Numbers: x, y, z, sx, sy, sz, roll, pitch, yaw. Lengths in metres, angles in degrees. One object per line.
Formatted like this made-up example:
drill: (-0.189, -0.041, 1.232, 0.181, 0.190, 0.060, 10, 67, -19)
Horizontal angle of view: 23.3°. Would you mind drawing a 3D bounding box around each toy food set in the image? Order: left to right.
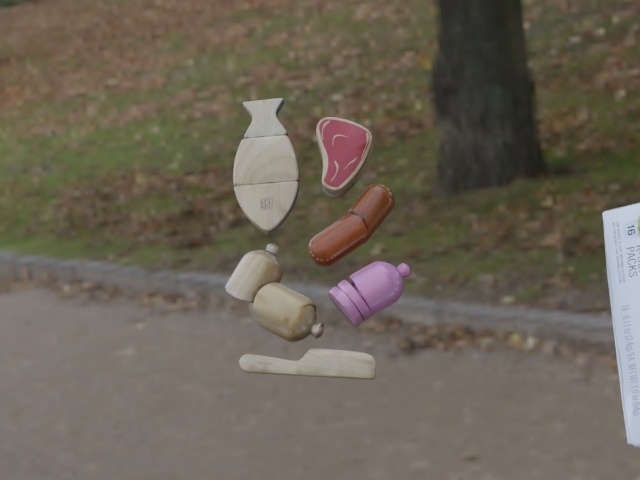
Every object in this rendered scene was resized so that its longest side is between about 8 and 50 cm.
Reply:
toy food set: (0.000, 0.000, 0.655, 0.078, 0.122, 0.019, 3, -19, 5)

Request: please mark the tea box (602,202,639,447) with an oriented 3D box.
tea box: (0.479, 0.058, 1.342, 0.329, 0.220, 0.323, 5, -14, -42)
